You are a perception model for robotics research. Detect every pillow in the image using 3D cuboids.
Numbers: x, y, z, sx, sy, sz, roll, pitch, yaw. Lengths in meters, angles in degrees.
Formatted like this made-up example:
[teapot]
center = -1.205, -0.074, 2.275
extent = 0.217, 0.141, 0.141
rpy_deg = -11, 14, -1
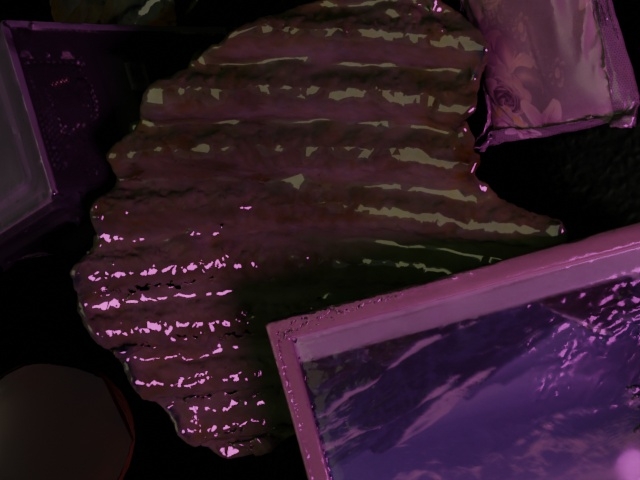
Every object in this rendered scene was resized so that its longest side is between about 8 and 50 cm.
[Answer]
[pillow]
center = 0.168, -0.201, 0.880
extent = 0.169, 0.059, 0.255
rpy_deg = -11, 91, 44

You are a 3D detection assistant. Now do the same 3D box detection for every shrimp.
[shrimp]
center = -0.239, -0.284, 1.228
extent = 0.185, 0.068, 0.287
rpy_deg = -55, 52, 28

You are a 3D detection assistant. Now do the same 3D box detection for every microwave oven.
[microwave oven]
center = -0.211, -0.085, 1.070
extent = 0.237, 0.295, 0.181
rpy_deg = -23, 81, 41

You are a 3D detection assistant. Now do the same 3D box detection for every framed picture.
[framed picture]
center = 0.148, 0.138, 0.854
extent = 0.335, 0.022, 0.247
rpy_deg = -15, 90, 8

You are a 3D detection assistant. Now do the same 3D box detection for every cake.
[cake]
center = -0.309, 0.235, 1.312
extent = 0.208, 0.178, 0.185
rpy_deg = 3, 85, 3

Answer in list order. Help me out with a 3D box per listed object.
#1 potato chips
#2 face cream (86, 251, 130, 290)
[potato chips]
center = -0.007, 0.004, 0.915
extent = 0.389, 0.097, 0.373
rpy_deg = -23, 103, 9
[face cream]
center = -0.250, -0.059, 1.270
extent = 0.092, 0.058, 0.243
rpy_deg = -16, 83, 59
